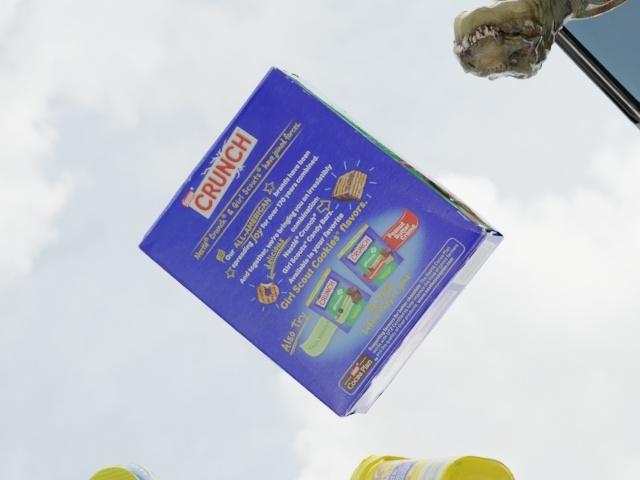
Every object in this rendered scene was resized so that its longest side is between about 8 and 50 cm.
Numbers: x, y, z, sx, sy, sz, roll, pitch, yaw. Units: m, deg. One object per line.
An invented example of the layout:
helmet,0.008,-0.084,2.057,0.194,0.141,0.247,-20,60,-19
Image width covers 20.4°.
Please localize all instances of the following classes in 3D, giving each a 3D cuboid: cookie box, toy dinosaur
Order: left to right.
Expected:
cookie box,0.000,0.000,0.688,0.092,0.107,0.040,-52,-15,6
toy dinosaur,0.144,-0.175,0.818,0.268,0.064,0.118,-34,-84,-14

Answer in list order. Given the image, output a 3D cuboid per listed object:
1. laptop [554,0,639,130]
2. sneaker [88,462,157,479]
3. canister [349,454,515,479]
laptop,0.235,-0.255,1.279,0.382,0.408,0.236,44,-44,-15
sneaker,-0.115,0.215,1.185,0.053,0.059,0.144,-10,-85,9
canister,0.083,0.229,1.379,0.073,0.170,0.126,11,-102,-21
